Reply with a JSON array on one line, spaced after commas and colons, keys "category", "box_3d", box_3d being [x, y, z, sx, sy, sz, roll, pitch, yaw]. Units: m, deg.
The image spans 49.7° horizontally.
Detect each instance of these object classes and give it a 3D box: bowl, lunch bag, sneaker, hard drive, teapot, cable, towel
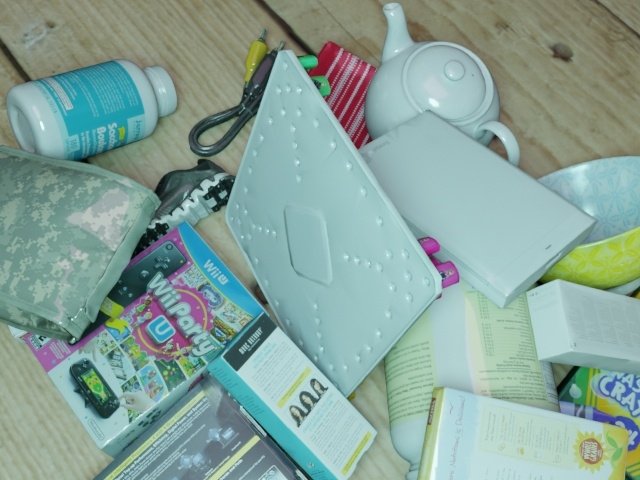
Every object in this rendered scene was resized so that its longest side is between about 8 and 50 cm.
[{"category": "bowl", "box_3d": [0.437, 0.000, 1.095, 0.289, 0.289, 0.156, -30, 113, -13]}, {"category": "lunch bag", "box_3d": [-0.390, 0.010, 1.005, 0.287, 0.169, 0.235, 13, 62, 24]}, {"category": "sneaker", "box_3d": [-0.255, -0.059, 1.179, 0.234, 0.078, 0.106, -37, 57, -8]}, {"category": "hard drive", "box_3d": [0.199, -0.059, 0.970, 0.203, 0.040, 0.307, -33, 58, -28]}, {"category": "teapot", "box_3d": [0.203, -0.237, 1.166, 0.256, 0.187, 0.252, 10, 73, -7]}, {"category": "cable", "box_3d": [-0.124, -0.256, 1.292, 0.139, 0.072, 0.287, 34, 82, -5]}, {"category": "towel", "box_3d": [0.089, -0.232, 1.260, 0.275, 0.031, 0.199, 29, 69, 3]}]

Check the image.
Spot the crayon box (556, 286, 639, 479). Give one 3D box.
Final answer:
[{"category": "crayon box", "box_3d": [0.514, 0.212, 1.059, 0.203, 0.083, 0.323, 40, 71, 15]}]

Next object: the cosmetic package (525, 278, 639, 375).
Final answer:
[{"category": "cosmetic package", "box_3d": [0.390, 0.126, 0.955, 0.239, 0.060, 0.099, 14, 59, -32]}]

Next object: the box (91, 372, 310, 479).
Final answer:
[{"category": "box", "box_3d": [-0.192, 0.433, 0.945, 0.395, 0.097, 0.318, -42, 75, -15]}]

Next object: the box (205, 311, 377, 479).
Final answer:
[{"category": "box", "box_3d": [-0.039, 0.226, 0.973, 0.244, 0.060, 0.100, 47, 50, -4]}]

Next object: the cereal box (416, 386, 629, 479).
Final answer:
[{"category": "cereal box", "box_3d": [0.234, 0.280, 0.806, 0.240, 0.047, 0.173, 15, 77, -7]}]

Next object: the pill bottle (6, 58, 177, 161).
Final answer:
[{"category": "pill bottle", "box_3d": [-0.384, -0.226, 1.190, 0.264, 0.146, 0.146, -27, 68, -33]}]

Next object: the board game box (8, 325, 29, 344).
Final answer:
[{"category": "board game box", "box_3d": [-0.478, -0.004, 1.161, 0.193, 0.053, 0.305, -30, 70, -14]}]

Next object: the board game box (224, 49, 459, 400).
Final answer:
[{"category": "board game box", "box_3d": [0.000, 0.000, 0.986, 0.050, 0.390, 0.390, -16, 63, -30]}]

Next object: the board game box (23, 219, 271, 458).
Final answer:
[{"category": "board game box", "box_3d": [-0.259, 0.146, 1.068, 0.303, 0.097, 0.224, -38, 68, -17]}]

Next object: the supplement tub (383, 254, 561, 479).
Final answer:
[{"category": "supplement tub", "box_3d": [0.208, 0.189, 0.982, 0.235, 0.235, 0.325, -2, 66, -2]}]

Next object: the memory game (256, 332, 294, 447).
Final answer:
[{"category": "memory game", "box_3d": [-0.070, 0.230, 1.084, 0.186, 0.012, 0.186, 0, 66, 0]}]
